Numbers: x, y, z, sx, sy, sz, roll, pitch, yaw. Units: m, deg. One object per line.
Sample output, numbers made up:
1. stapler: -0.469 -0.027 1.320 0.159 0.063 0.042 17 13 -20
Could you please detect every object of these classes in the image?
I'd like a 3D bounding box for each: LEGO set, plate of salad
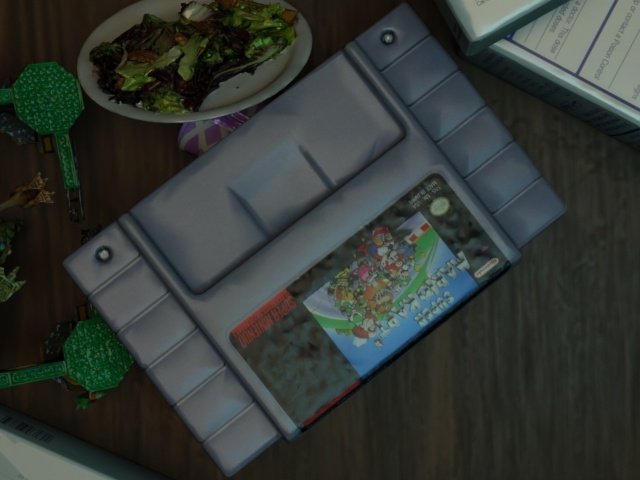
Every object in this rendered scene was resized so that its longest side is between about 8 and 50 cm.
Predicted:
1. LEGO set: -0.311 0.006 1.190 0.255 0.192 0.331 -20 96 -28
2. plate of salad: -0.107 -0.167 1.157 0.200 0.200 0.048 -5 133 1

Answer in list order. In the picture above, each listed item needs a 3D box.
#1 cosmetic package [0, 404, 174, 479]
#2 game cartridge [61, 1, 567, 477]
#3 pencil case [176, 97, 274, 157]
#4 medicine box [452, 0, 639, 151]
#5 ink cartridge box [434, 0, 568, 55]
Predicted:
1. cosmetic package: -0.179 0.349 1.211 0.377 0.097 0.284 24 91 0
2. game cartridge: 0.000 0.000 1.123 0.355 0.068 0.230 -38 84 -6
3. pencil case: -0.024 -0.066 1.200 0.206 0.088 0.086 28 92 0
4. medicine box: 0.301 -0.213 1.161 0.289 0.149 0.263 28 92 -1
5. ink cartridge box: 0.129 -0.306 1.033 0.197 0.114 0.273 -29 90 4
